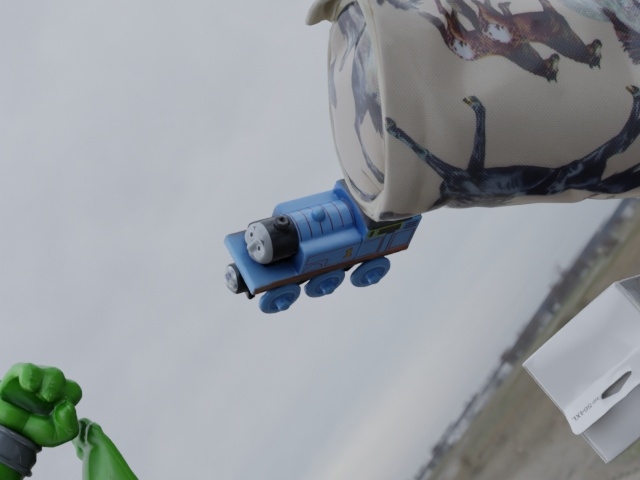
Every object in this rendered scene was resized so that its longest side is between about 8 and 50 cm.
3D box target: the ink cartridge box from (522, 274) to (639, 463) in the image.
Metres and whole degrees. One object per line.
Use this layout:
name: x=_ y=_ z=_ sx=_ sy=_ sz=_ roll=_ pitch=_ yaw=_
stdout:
ink cartridge box: x=0.215 y=0.086 z=0.918 sx=0.092 sy=0.090 sz=0.143 roll=-46 pitch=-17 yaw=18

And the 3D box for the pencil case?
pencil case: x=0.202 y=-0.120 z=0.927 sx=0.160 sy=0.410 sz=0.184 roll=95 pitch=167 yaw=-62

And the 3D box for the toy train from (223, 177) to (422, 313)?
toy train: x=0.000 y=0.000 z=1.198 sx=0.184 sy=0.080 sz=0.105 roll=-15 pitch=-33 yaw=-27

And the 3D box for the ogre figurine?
ogre figurine: x=-0.114 y=0.160 z=0.556 sx=0.118 sy=0.097 sz=0.197 roll=-33 pitch=-53 yaw=-23
